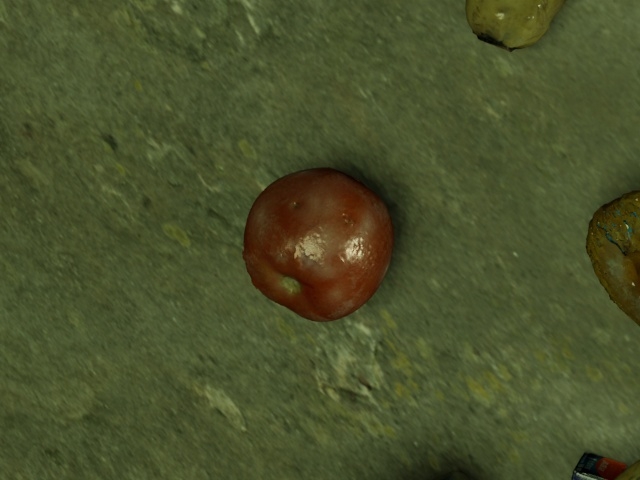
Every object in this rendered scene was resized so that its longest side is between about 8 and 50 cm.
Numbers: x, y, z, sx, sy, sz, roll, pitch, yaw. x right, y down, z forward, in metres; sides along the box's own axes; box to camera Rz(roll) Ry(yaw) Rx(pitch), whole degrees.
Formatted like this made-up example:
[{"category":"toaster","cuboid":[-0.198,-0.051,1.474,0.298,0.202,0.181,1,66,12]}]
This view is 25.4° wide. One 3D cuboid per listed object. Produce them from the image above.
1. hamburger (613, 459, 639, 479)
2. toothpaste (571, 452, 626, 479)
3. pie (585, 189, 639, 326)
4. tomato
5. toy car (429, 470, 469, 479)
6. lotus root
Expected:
[{"category":"hamburger","cuboid":[0.442,0.377,1.817,0.214,0.108,0.213,-2,108,-5]},{"category":"toothpaste","cuboid":[0.346,0.451,1.937,0.066,0.076,0.320,15,108,19]},{"category":"pie","cuboid":[0.444,0.032,1.753,0.273,0.069,0.273,24,143,20]},{"category":"tomato","cuboid":[0.000,0.000,1.943,0.208,0.184,0.208,23,145,17]},{"category":"toy car","cuboid":[0.147,0.505,1.929,0.242,0.226,0.336,-28,77,27]},{"category":"lotus root","cuboid":[0.257,-0.340,1.782,0.118,0.125,0.221,44,124,40]}]
